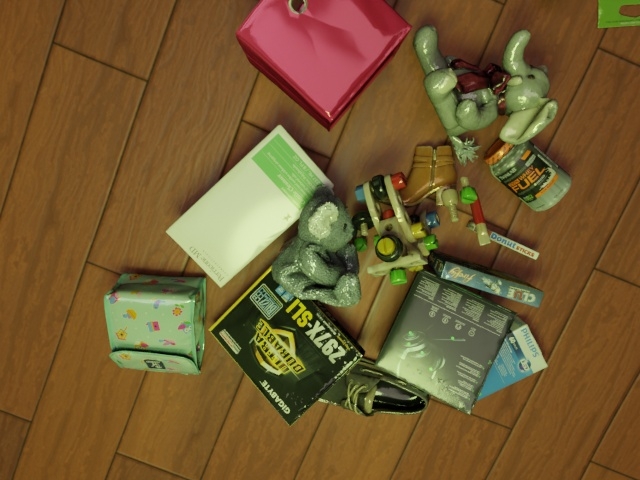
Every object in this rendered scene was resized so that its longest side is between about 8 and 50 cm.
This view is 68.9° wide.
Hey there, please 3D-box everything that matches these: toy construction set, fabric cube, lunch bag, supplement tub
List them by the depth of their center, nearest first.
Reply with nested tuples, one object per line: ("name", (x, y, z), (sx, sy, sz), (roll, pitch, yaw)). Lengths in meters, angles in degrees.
("fabric cube", (0.006, -0.429, 1.035), (0.258, 0.259, 0.254), (42, 96, -5))
("toy construction set", (0.225, -0.002, 1.049), (0.309, 0.257, 0.237), (-7, 59, 6))
("supplement tub", (0.501, -0.170, 1.140), (0.190, 0.117, 0.117), (38, 97, -5))
("lunch bag", (-0.412, 0.229, 1.192), (0.224, 0.160, 0.262), (5, 110, -3))

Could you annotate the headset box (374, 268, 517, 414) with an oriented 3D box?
("headset box", (0.295, 0.248, 1.147), (0.246, 0.131, 0.283), (25, 87, 12))

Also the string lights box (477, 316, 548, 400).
("string lights box", (0.442, 0.323, 1.234), (0.260, 0.077, 0.133), (-28, 98, 4))

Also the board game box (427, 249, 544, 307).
("board game box", (0.398, 0.090, 1.156), (0.243, 0.165, 0.042), (18, 98, -1))

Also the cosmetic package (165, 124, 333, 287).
("cosmetic package", (-0.166, -0.085, 1.141), (0.365, 0.155, 0.197), (-43, 99, 5))

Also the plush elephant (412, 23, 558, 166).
("plush elephant", (0.387, -0.341, 1.044), (0.255, 0.271, 0.330), (-21, 125, 22))

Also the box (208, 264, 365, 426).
("box", (-0.086, 0.257, 1.186), (0.257, 0.079, 0.322), (-44, 78, 5))

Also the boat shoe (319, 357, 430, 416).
("boat shoe", (0.115, 0.382, 1.219), (0.356, 0.130, 0.132), (1, 98, 0))

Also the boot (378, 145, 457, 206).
("boot", (0.242, -0.161, 1.174), (0.197, 0.073, 0.152), (-2, 91, 1))

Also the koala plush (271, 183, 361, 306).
("koala plush", (0.000, 0.000, 1.008), (0.203, 0.196, 0.221), (7, 114, -1))

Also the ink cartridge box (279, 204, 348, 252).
("ink cartridge box", (-0.001, -0.009, 1.169), (0.198, 0.115, 0.067), (-33, 98, 6))

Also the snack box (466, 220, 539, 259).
("snack box", (0.463, -0.001, 1.191), (0.178, 0.064, 0.022), (24, 100, -3))

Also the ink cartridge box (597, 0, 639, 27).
("ink cartridge box", (0.759, -0.644, 1.076), (0.189, 0.097, 0.255), (-4, 98, 1))
